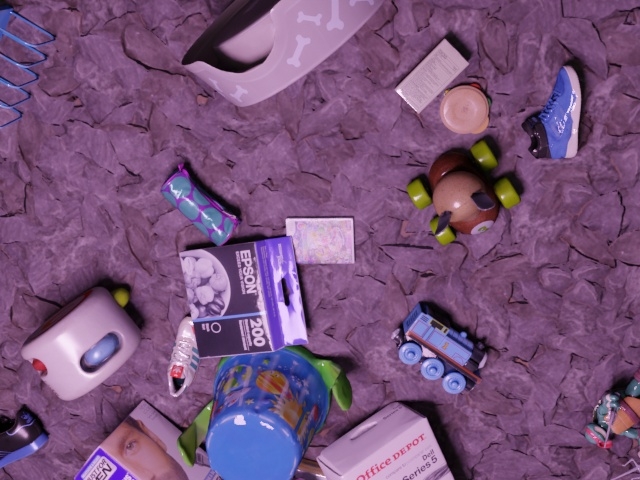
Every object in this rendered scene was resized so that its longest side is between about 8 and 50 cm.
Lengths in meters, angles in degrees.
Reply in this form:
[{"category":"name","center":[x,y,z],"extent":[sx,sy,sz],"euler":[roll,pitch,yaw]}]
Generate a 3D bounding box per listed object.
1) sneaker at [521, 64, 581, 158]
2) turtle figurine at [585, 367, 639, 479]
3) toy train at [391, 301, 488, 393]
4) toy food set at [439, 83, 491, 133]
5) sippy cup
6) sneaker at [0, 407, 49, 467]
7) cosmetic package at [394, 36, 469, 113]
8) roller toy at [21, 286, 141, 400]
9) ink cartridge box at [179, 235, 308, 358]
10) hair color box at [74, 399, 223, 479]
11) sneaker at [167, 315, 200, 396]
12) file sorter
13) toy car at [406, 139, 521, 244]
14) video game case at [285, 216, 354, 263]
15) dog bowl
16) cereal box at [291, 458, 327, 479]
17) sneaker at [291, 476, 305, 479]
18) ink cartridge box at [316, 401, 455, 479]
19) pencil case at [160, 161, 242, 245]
[{"category":"sneaker","center":[0.371,-0.204,1.252],"extent":[0.084,0.058,0.152],"euler":[-6,115,0]},{"category":"turtle figurine","center":[0.552,0.309,1.382],"extent":[0.234,0.118,0.175],"euler":[-45,114,4]},{"category":"toy train","center":[0.220,0.199,1.407],"extent":[0.184,0.080,0.105],"euler":[34,104,-5]},{"category":"toy food set","center":[0.240,-0.219,1.284],"extent":[0.083,0.020,0.083],"euler":[3,110,7]},{"category":"sippy cup","center":[-0.105,0.329,1.416],"extent":[0.240,0.224,0.305],"euler":[29,110,-4]},{"category":"sneaker","center":[-0.679,0.428,1.606],"extent":[0.232,0.081,0.090],"euler":[-29,101,9]},{"category":"cosmetic package","center":[0.181,-0.270,1.263],"extent":[0.060,0.041,0.115],"euler":[45,109,-8]},{"category":"roller toy","center":[-0.437,0.195,1.427],"extent":[0.209,0.191,0.146],"euler":[-32,103,16]},{"category":"ink cartridge box","center":[-0.140,0.106,1.411],"extent":[0.208,0.045,0.206],"euler":[-8,96,13]},{"category":"hair color box","center":[-0.279,0.487,1.491],"extent":[0.339,0.185,0.110],"euler":[38,112,1]},{"category":"sneaker","center":[-0.259,0.225,1.477],"extent":[0.057,0.075,0.161],"euler":[15,111,2]},{"category":"file sorter","center":[-0.540,-0.292,1.309],"extent":[0.104,0.118,0.170],"euler":[29,110,-8]},{"category":"toy car","center":[0.234,-0.058,1.252],"extent":[0.155,0.188,0.149],"euler":[-31,103,17]},{"category":"video game case","center":[0.000,0.000,1.398],"extent":[0.122,0.011,0.087],"euler":[0,110,8]},{"category":"dog bowl","center":[-0.040,-0.331,1.122],"extent":[0.348,0.349,0.102],"euler":[-34,114,17]},{"category":"cereal box","center":[-0.044,0.559,1.582],"extent":[0.173,0.047,0.240],"euler":[13,111,4]},{"category":"sneaker","center":[-0.052,0.565,1.517],"extent":[0.104,0.095,0.236],"euler":[23,115,-6]},{"category":"ink cartridge box","center":[0.145,0.476,1.452],"extent":[0.198,0.115,0.273],"euler":[-30,106,-19]},{"category":"pencil case","center":[-0.213,-0.063,1.375],"extent":[0.151,0.064,0.070],"euler":[42,122,-8]}]
